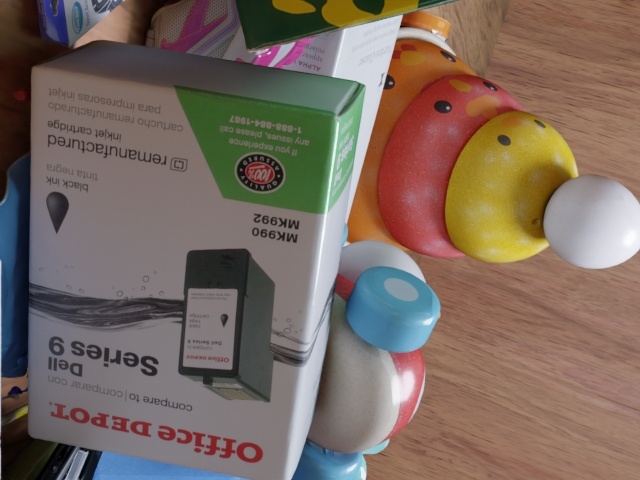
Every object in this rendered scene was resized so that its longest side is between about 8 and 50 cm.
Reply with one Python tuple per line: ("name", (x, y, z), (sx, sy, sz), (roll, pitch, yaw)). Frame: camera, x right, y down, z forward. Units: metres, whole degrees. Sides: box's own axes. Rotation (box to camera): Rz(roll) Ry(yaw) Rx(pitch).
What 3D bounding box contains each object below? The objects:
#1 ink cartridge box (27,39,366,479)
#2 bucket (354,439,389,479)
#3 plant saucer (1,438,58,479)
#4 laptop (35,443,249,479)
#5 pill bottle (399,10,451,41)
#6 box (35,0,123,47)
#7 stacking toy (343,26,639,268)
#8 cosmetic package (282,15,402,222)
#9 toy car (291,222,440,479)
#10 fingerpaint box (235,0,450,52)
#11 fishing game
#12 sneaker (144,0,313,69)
("ink cartridge box", (-0.095, 0.017, 0.709), (0.121, 0.211, 0.289), (-65, 164, -67))
("bucket", (-0.072, 0.221, 1.096), (0.281, 0.183, 0.281), (-44, -172, 8))
("plant saucer", (-0.268, 0.272, 0.899), (0.241, 0.037, 0.241), (20, 90, -78))
("laptop", (-0.170, 0.368, 0.776), (0.408, 0.236, 0.382), (-108, -139, -82))
("pill bottle", (0.139, -0.258, 1.599), (0.130, 0.130, 0.246), (-5, 113, -76))
("box", (-0.163, -0.198, 0.678), (0.081, 0.028, 0.136), (96, 21, -44))
("stacking toy", (0.236, -0.085, 1.321), (0.350, 0.480, 0.350), (-21, 122, -37))
("cosmetic package", (-0.044, -0.109, 1.003), (0.217, 0.156, 0.385), (-44, 150, -60))
("toy car", (0.045, 0.076, 0.902), (0.238, 0.210, 0.219), (-19, 140, -47))
("fingerpaint box", (0.046, -0.353, 0.698), (0.445, 0.163, 0.371), (-42, 120, -65))
("fishing game", (-0.222, 0.013, 0.717), (0.189, 0.041, 0.264), (-43, 145, -79))
("sneaker", (-0.102, -0.150, 0.838), (0.252, 0.111, 0.103), (-51, 167, 23))
